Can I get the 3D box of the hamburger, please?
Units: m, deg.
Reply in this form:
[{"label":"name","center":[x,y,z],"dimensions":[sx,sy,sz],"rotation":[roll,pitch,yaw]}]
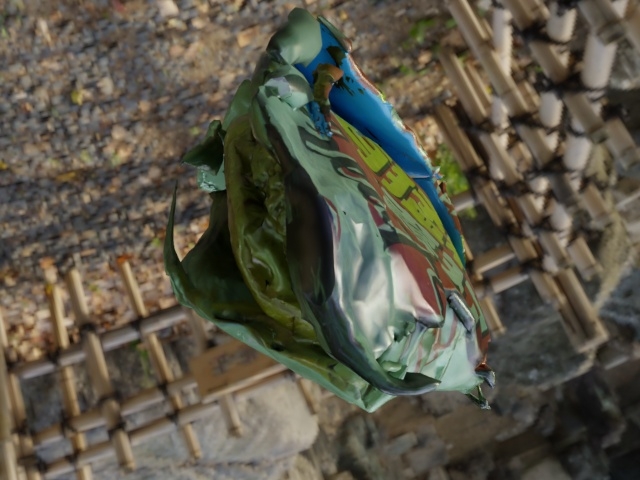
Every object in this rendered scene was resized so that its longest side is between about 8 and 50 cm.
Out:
[{"label":"hamburger","center":[-0.007,-0.003,0.622],"dimensions":[0.151,0.260,0.276],"rotation":[-26,161,16]}]
